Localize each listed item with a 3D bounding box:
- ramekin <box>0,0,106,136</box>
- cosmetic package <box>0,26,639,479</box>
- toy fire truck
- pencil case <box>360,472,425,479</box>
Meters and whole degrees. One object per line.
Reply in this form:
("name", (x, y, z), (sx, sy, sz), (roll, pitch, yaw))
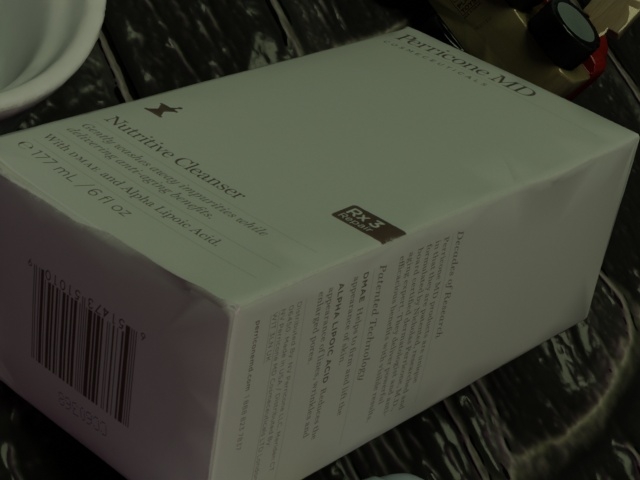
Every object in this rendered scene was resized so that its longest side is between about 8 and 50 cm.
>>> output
("ramekin", (-0.283, -0.153, 0.882), (0.277, 0.135, 0.277), (20, 49, -25))
("cosmetic package", (0.000, 0.000, 0.910), (0.217, 0.156, 0.385), (29, 36, 31))
("toy fire truck", (0.196, -0.232, 1.302), (0.217, 0.158, 0.246), (54, 33, 10))
("pencil case", (-0.034, 0.210, 0.815), (0.273, 0.124, 0.113), (-4, 22, -39))
